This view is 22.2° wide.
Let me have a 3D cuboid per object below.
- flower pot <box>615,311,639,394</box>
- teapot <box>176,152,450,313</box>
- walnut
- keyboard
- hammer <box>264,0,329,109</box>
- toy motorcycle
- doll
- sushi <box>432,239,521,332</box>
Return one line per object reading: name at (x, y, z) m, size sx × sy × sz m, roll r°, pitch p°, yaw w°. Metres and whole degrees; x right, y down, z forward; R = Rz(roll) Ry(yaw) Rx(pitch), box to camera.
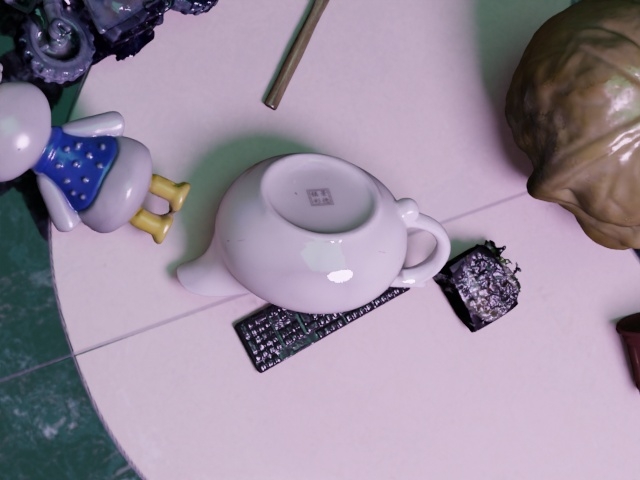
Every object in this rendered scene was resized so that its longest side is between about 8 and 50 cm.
flower pot at (0.403, 0.135, 1.902) m, size 0.111 × 0.111 × 0.089 m, roll -13°, pitch 100°, yaw -21°
teapot at (0.000, 0.000, 1.747) m, size 0.298 × 0.139 × 0.204 m, roll 3°, pitch 41°, yaw -11°
walnut at (0.345, -0.131, 1.824) m, size 0.282 × 0.277 × 0.253 m, roll 28°, pitch 81°, yaw -1°
keyboard at (0.004, 0.074, 1.808) m, size 0.204 × 0.013 × 0.061 m, roll -28°, pitch 91°, yaw -21°
hammer at (-0.021, -0.229, 1.845) m, size 0.062 × 0.017 × 0.182 m, roll 30°, pitch 74°, yaw -13°
toy motorcycle at (-0.231, -0.270, 1.728) m, size 0.270 × 0.106 × 0.159 m, roll -35°, pitch 83°, yaw -36°
doll at (-0.277, -0.089, 1.686) m, size 0.293 × 0.119 × 0.138 m, roll 26°, pitch 90°, yaw -19°
sushi at (0.187, 0.048, 1.855) m, size 0.084 × 0.056 × 0.083 m, roll -31°, pitch 92°, yaw -20°
